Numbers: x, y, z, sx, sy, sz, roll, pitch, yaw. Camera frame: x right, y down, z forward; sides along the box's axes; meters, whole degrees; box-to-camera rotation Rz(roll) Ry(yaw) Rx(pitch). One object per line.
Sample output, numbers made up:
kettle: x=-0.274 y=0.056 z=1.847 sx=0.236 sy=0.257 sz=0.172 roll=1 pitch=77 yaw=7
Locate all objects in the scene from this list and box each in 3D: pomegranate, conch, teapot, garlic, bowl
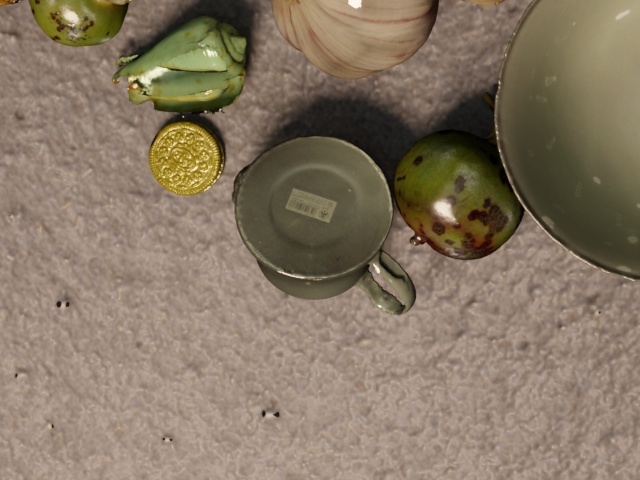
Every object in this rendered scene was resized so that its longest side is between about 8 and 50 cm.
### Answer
pomegranate: x=-0.245 y=-0.266 z=1.756 sx=0.142 sy=0.114 sz=0.115 roll=-6 pitch=97 yaw=44
pomegranate: x=0.156 y=-0.060 z=1.703 sx=0.148 sy=0.148 sz=0.169 roll=46 pitch=67 yaw=3
conch: x=-0.146 y=-0.177 z=1.780 sx=0.170 sy=0.079 sz=0.106 roll=-19 pitch=87 yaw=29
teapot: x=0.000 y=0.000 z=1.736 sx=0.239 sy=0.149 sz=0.162 roll=33 pitch=69 yaw=13
garlic: x=0.075 y=-0.276 z=1.668 sx=0.253 sy=0.245 sz=0.245 roll=3 pitch=100 yaw=-24
bowl: x=0.346 y=-0.132 z=1.630 sx=0.337 sy=0.157 sz=0.337 roll=1 pitch=97 yaw=12

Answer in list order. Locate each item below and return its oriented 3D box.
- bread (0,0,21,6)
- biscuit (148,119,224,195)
bread: x=-0.382 y=-0.349 z=1.789 sx=0.199 sy=0.104 sz=0.199 roll=1 pitch=97 yaw=10
biscuit: x=-0.147 y=-0.091 z=1.813 sx=0.084 sy=0.023 sz=0.084 roll=2 pitch=98 yaw=12
